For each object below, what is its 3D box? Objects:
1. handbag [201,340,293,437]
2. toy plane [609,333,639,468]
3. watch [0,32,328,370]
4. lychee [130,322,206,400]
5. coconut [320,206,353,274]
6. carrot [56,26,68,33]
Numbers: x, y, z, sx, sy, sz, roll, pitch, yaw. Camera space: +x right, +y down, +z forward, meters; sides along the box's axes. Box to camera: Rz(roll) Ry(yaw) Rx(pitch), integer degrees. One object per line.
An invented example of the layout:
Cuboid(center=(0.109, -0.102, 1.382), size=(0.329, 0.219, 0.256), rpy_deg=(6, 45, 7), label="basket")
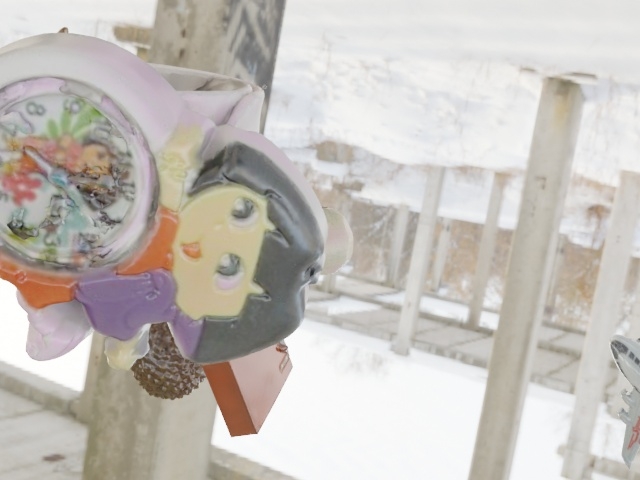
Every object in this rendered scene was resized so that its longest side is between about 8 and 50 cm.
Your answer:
Cuboid(center=(-0.104, 0.189, 1.156), size=(0.062, 0.127, 0.190), rpy_deg=(-12, -161, 21), label="handbag")
Cuboid(center=(0.349, 0.159, 0.758), size=(0.171, 0.162, 0.065), rpy_deg=(53, -143, 10), label="toy plane")
Cuboid(center=(-0.122, -0.038, 0.521), size=(0.244, 0.196, 0.231), rpy_deg=(6, -164, -8), label="watch")
Cuboid(center=(-0.301, 0.203, 1.538), size=(0.200, 0.200, 0.238), rpy_deg=(7, -133, -34), label="lychee")
Cuboid(center=(0.000, 0.000, 1.198), size=(0.124, 0.110, 0.110), rpy_deg=(-3, -169, -41), label="coconut")
Cuboid(center=(-0.552, -0.374, 1.532), size=(0.035, 0.165, 0.036), rpy_deg=(37, -150, -26), label="carrot")
